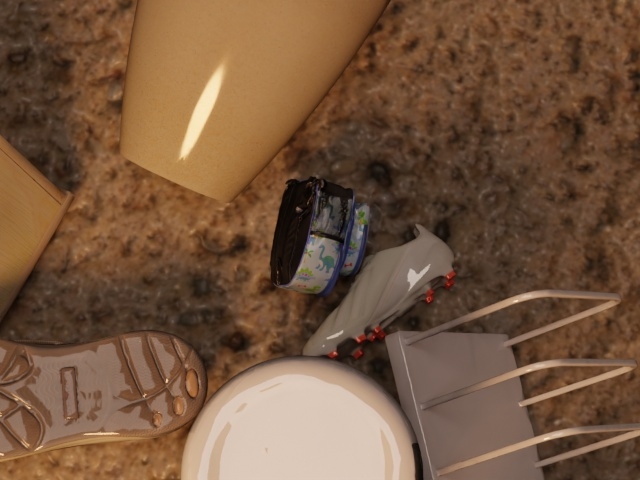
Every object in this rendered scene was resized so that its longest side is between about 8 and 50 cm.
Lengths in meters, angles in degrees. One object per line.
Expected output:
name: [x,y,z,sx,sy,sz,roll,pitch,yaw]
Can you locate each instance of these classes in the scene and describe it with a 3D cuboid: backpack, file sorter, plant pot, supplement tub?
backpack: [0.000,0.000,1.750,0.084,0.105,0.114,16,85,-17]
file sorter: [0.212,0.201,1.616,0.173,0.193,0.278,-23,72,36]
plant pot: [-0.095,-0.188,1.744,0.256,0.256,0.274,26,93,7]
supplement tub: [-0.013,0.233,1.566,0.207,0.338,0.207,0,75,0]

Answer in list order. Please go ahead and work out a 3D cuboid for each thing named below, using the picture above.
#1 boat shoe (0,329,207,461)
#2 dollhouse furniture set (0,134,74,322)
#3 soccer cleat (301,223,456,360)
boat shoe: [-0.291,0.161,1.698,0.355,0.130,0.132,1,79,-5]
dollhouse furniture set: [-0.494,-0.090,1.756,0.394,0.256,0.362,22,75,28]
soccer cleat: [0.052,0.060,1.756,0.196,0.068,0.076,-35,73,-15]
